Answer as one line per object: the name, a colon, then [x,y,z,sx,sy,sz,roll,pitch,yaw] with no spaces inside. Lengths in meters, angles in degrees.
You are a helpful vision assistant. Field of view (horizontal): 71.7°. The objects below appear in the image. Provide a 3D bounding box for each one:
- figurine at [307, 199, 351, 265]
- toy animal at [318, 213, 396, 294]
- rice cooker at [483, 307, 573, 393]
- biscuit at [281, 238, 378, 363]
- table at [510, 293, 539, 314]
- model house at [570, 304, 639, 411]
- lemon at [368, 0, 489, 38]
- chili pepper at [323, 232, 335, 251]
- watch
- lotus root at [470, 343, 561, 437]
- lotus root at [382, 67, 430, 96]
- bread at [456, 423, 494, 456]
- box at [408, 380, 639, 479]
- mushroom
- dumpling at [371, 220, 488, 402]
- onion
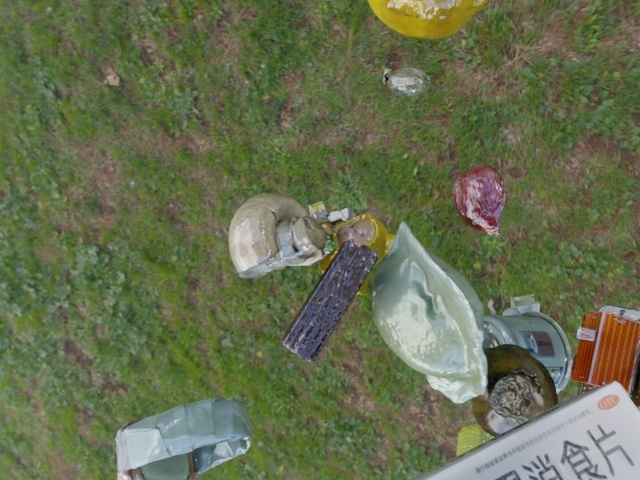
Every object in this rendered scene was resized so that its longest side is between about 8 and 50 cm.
figurine: [0.022,-0.022,1.856,0.309,0.143,0.308,-5,83,50]
toy animal: [0.079,0.051,1.055,0.156,0.156,0.229,36,93,6]
rice cooker: [0.618,0.357,1.387,0.317,0.316,0.264,38,143,5]
biscuit: [0.019,0.108,0.843,0.070,0.106,0.252,33,84,-1]
table: [0.755,0.247,1.634,0.083,0.062,0.079,-10,120,10]
model house: [0.763,0.297,1.126,0.207,0.154,0.293,4,72,52]
lemon: [0.226,-0.553,0.937,0.288,0.234,0.233,30,120,23]
chili pepper: [0.001,0.000,1.396,0.359,0.076,0.084,27,115,-5]
watch: [-0.278,0.437,0.966,0.241,0.253,0.161,-32,54,14]
lotus root: [0.412,0.327,0.962,0.179,0.397,0.195,-33,64,13]
lotus root: [0.261,-0.488,1.362,0.165,0.088,0.088,22,119,29]
bread: [0.392,0.527,1.082,0.129,0.114,0.111,36,132,-1]
box: [0.221,0.312,0.487,0.145,0.333,0.173,83,163,-59]
mushroom: [-0.096,-0.025,1.031,0.195,0.254,0.188,-24,83,34]
dumpling: [0.214,0.152,0.884,0.321,0.270,0.211,42,106,-1]
onion: [0.587,-0.137,1.659,0.227,0.120,0.283,125,133,-61]
